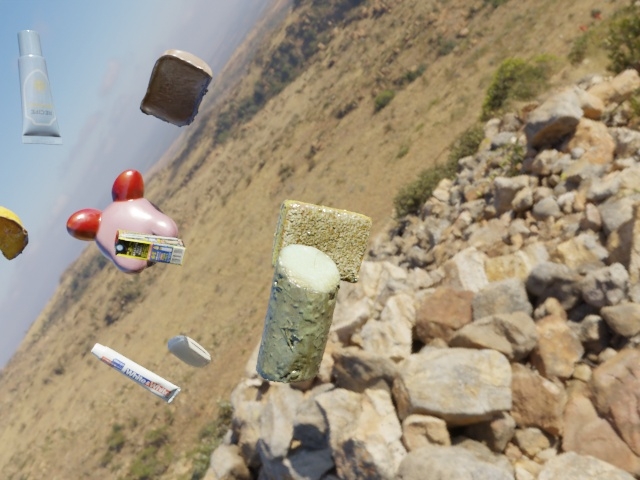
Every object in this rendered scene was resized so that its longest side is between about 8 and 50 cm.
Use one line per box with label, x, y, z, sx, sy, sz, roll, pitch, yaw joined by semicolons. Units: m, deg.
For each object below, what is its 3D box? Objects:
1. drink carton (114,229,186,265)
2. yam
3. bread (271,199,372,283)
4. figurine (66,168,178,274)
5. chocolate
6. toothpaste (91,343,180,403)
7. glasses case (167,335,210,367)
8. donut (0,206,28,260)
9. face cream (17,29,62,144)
drink carton;-0.427;0.016;1.537;0.071;0.165;0.056;39;115;63
yam;-0.052;0.177;1.440;0.168;0.167;0.305;-121;42;-68
bread;0.000;0.000;1.588;0.110;0.234;0.185;-166;88;-72
figurine;-0.573;-0.031;1.867;0.270;0.261;0.211;-46;-1;-14
chocolate;-0.397;-0.435;1.721;0.261;0.161;0.083;-43;28;47
toothpaste;-0.426;0.303;1.415;0.052;0.218;0.033;-52;12;15
glasses case;-0.468;0.399;2.196;0.080;0.204;0.051;-23;49;9
donut;-0.822;-0.029;1.533;0.146;0.181;0.078;-49;48;25
face cream;-0.966;-0.515;2.084;0.086;0.135;0.386;-11;87;42
